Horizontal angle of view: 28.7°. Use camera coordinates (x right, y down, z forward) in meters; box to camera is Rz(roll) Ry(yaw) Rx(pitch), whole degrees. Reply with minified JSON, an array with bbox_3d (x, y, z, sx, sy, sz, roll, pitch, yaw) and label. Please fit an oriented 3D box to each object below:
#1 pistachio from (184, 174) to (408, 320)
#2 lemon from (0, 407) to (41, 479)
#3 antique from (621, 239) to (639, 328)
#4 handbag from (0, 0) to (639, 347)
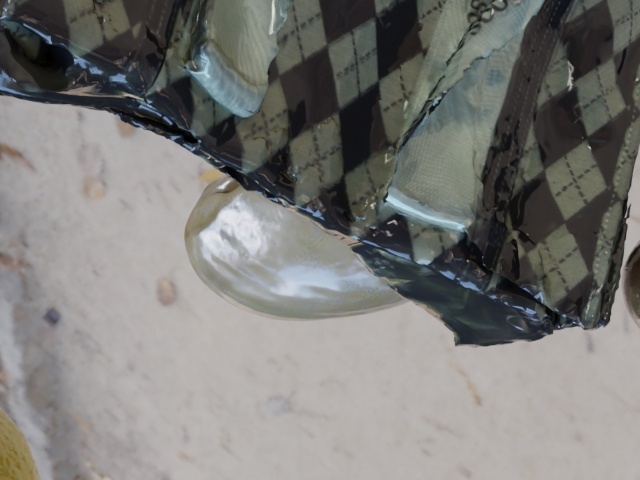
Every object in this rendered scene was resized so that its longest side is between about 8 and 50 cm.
[{"bbox_3d":[0.000,0.000,1.024,0.237,0.138,0.153,-6,140,18],"label":"pistachio"},{"bbox_3d":[-0.366,0.254,1.114,0.310,0.253,0.254,52,170,54],"label":"lemon"},{"bbox_3d":[0.275,0.005,0.817,0.121,0.143,0.257,51,176,5],"label":"antique"},{"bbox_3d":[0.008,-0.137,0.736,0.416,0.317,0.180,31,154,-29],"label":"handbag"}]
